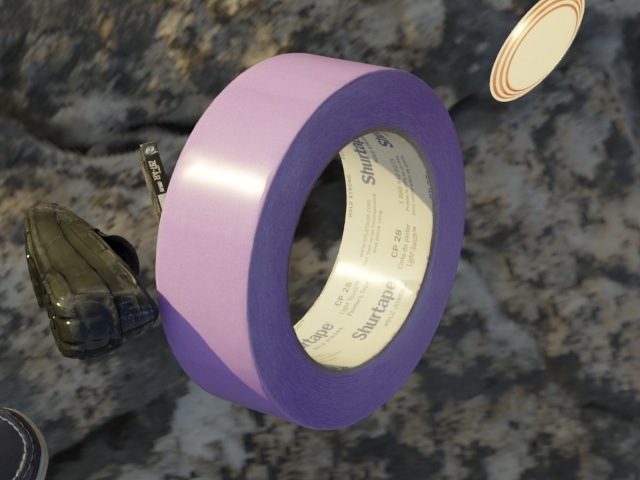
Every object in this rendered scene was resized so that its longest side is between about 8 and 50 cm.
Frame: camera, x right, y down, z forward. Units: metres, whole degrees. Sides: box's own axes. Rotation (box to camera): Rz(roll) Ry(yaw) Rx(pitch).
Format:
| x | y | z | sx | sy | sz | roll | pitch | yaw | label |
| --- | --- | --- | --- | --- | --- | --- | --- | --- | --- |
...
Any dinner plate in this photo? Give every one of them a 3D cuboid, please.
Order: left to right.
| x | y | z | sx | sy | sz | roll | pitch | yaw | label |
| --- | --- | --- | --- | --- | --- | --- | --- | --- | --- |
| 0.229 | -0.201 | 1.714 | 0.017 | 0.141 | 0.141 | 34 | 72 | -20 | dinner plate |

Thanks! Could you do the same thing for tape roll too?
| x | y | z | sx | sy | sz | roll | pitch | yaw | label |
| --- | --- | --- | --- | --- | --- | --- | --- | --- | --- |
| 0.000 | 0.000 | 1.244 | 0.275 | 0.090 | 0.274 | -22 | 118 | -49 | tape roll |

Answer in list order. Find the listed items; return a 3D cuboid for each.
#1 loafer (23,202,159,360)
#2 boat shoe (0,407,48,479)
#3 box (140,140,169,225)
| x | y | z | sx | sy | sz | roll | pitch | yaw | label |
| --- | --- | --- | --- | --- | --- | --- | --- | --- | --- |
| -0.175 | 0.025 | 1.238 | 0.078 | 0.223 | 0.076 | -12 | 114 | -15 | loafer |
| -0.317 | 0.228 | 1.193 | 0.285 | 0.092 | 0.103 | -40 | 79 | -12 | boat shoe |
| -0.180 | -0.060 | 1.817 | 0.018 | 0.067 | 0.083 | -16 | 75 | -10 | box |
